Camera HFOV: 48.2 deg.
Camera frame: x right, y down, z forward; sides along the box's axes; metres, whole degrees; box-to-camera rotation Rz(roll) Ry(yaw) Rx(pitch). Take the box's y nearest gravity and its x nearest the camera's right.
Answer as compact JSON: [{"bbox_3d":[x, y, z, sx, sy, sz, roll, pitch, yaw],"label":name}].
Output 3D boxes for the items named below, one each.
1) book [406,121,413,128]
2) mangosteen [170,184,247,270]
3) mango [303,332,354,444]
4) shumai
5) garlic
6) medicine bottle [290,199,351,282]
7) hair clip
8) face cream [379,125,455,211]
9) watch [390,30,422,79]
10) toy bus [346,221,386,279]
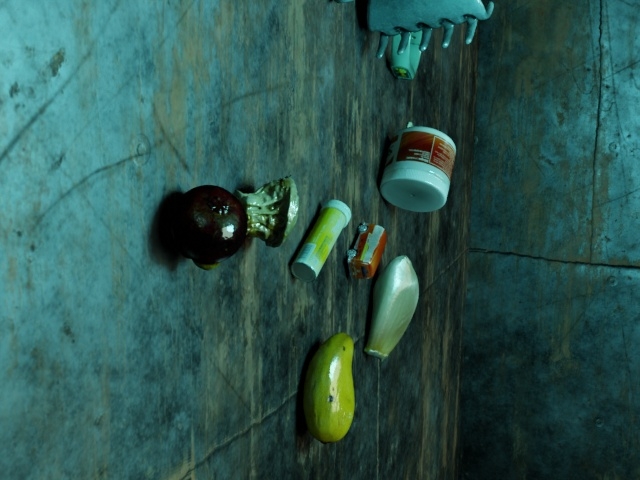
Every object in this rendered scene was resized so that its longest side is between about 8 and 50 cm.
[{"bbox_3d":[0.311,-0.291,2.409,0.198,0.016,0.138,50,49,-61],"label":"book"},{"bbox_3d":[-0.180,-0.015,1.128,0.140,0.140,0.140,4,90,-68],"label":"mangosteen"},{"bbox_3d":[0.020,0.347,1.694,0.157,0.109,0.262,25,66,-57],"label":"mango"},{"bbox_3d":[-0.109,-0.057,1.310,0.116,0.145,0.145,6,88,-26],"label":"shumai"},{"bbox_3d":[0.208,0.202,2.123,0.143,0.112,0.318,20,81,-44],"label":"garlic"},{"bbox_3d":[0.000,0.000,1.625,0.218,0.074,0.074,-61,147,-43],"label":"medicine bottle"},{"bbox_3d":[0.254,-0.617,1.774,0.238,0.318,0.392,64,35,-39],"label":"hair clip"},{"bbox_3d":[0.290,-0.212,2.126,0.201,0.201,0.187,57,43,-57],"label":"face cream"},{"bbox_3d":[0.259,-0.585,2.134,0.237,0.068,0.195,21,80,-73],"label":"watch"},{"bbox_3d":[0.128,0.026,1.933,0.174,0.077,0.079,-63,150,-42],"label":"toy bus"}]
